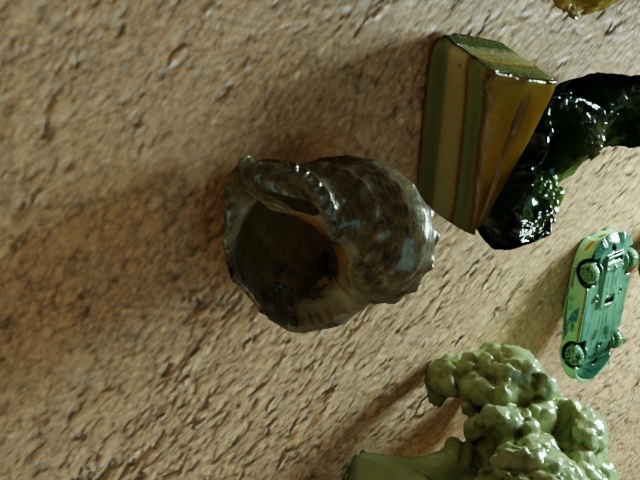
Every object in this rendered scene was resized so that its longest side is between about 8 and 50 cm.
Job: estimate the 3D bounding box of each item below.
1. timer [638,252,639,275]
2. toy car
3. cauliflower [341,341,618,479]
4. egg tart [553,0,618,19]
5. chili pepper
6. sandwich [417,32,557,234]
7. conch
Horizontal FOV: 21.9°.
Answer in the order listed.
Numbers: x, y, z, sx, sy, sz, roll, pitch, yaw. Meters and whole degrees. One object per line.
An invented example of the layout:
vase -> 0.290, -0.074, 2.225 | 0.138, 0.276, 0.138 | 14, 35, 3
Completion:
timer -> 0.432, 0.023, 1.952 | 0.107, 0.109, 0.107 | -3, 103, -12
toy car -> 0.307, 0.074, 1.887 | 0.093, 0.058, 0.186 | -20, 125, -42
cauliflower -> 0.174, 0.237, 1.711 | 0.281, 0.327, 0.260 | 21, 91, -14
egg tart -> 0.241, -0.301, 1.355 | 0.241, 0.106, 0.241 | -38, 148, -29
chili pepper -> 0.223, -0.089, 1.559 | 0.264, 0.116, 0.148 | -39, -173, -34
sandwich -> 0.116, -0.090, 1.434 | 0.113, 0.079, 0.163 | 2, 122, -52
conch -> 0.000, 0.000, 1.318 | 0.207, 0.130, 0.155 | 24, 89, -45
